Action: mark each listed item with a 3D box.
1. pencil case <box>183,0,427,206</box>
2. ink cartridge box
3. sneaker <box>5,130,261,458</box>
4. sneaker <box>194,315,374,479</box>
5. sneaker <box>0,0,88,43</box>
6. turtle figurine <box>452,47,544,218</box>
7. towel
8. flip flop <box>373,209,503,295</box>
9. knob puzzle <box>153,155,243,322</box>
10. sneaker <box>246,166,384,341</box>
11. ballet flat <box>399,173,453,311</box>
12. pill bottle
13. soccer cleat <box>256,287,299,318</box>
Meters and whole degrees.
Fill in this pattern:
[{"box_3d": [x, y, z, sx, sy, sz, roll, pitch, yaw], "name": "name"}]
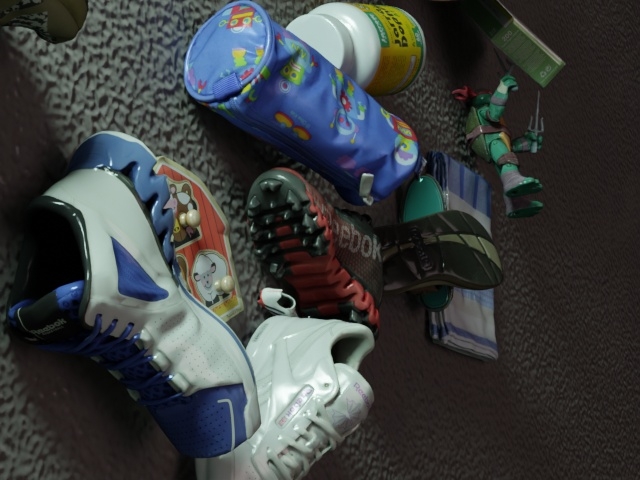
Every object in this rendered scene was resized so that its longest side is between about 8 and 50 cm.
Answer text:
[{"box_3d": [-0.014, -0.141, 1.647, 0.306, 0.119, 0.133, 33, 40, -43], "name": "pencil case"}, {"box_3d": [0.247, -0.342, 2.194, 0.235, 0.056, 0.171, 37, 13, -26], "name": "ink cartridge box"}, {"box_3d": [-0.191, 0.075, 1.338, 0.182, 0.127, 0.315, -41, 112, -52], "name": "sneaker"}, {"box_3d": [-0.034, 0.189, 1.542, 0.114, 0.152, 0.305, 61, 37, -37], "name": "sneaker"}, {"box_3d": [-0.346, -0.193, 1.143, 0.410, 0.158, 0.182, 16, 101, -61], "name": "sneaker"}, {"box_3d": [0.277, -0.158, 2.217, 0.175, 0.118, 0.234, 36, 39, -57], "name": "turtle figurine"}, {"box_3d": [0.210, 0.027, 2.140, 0.209, 0.034, 0.285, 26, 61, -57], "name": "towel"}, {"box_3d": [0.126, 0.030, 1.913, 0.277, 0.080, 0.112, -8, 73, -38], "name": "flip flop"}, {"box_3d": [-0.138, 0.006, 1.524, 0.213, 0.030, 0.213, 22, 65, -57], "name": "knob puzzle"}, {"box_3d": [0.000, 0.000, 1.703, 0.276, 0.098, 0.135, 59, 37, -40], "name": "sneaker"}, {"box_3d": [0.144, 0.005, 2.011, 0.070, 0.070, 0.188, 5, 80, -60], "name": "ballet flat"}, {"box_3d": [0.037, -0.232, 1.804, 0.208, 0.118, 0.117, -13, 94, -60], "name": "pill bottle"}, {"box_3d": [-0.040, 0.079, 1.675, 0.083, 0.036, 0.029, 49, 43, -45], "name": "soccer cleat"}]
